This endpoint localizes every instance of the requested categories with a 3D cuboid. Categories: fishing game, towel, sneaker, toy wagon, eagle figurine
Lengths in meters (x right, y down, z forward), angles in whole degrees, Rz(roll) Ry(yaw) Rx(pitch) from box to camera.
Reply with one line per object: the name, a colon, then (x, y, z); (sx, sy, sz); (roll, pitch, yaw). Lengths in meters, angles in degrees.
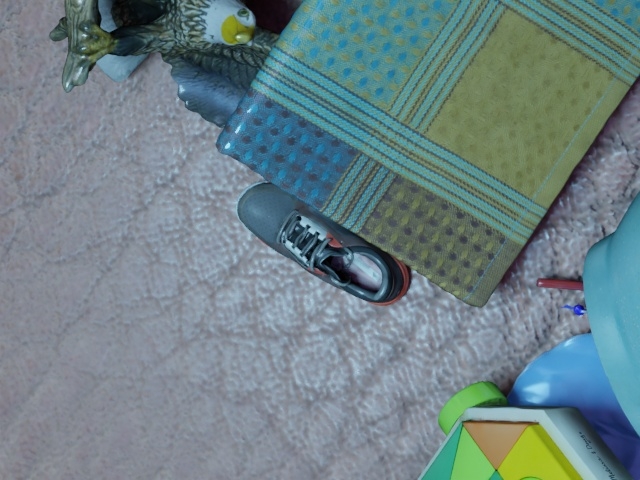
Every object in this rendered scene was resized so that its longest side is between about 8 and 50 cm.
fishing game: (0.234, 0.162, 1.413); (0.189, 0.041, 0.264); (4, 90, 3)
towel: (0.122, -0.161, 1.322); (0.271, 0.040, 0.370); (31, 95, -25)
sneaker: (0.000, 0.000, 1.428); (0.158, 0.065, 0.061); (28, 100, 7)
toy wagon: (0.131, 0.290, 1.358); (0.267, 0.068, 0.344); (54, 127, 35)
eagle figurine: (-0.057, -0.180, 1.386); (0.298, 0.225, 0.226); (-2, 140, -18)

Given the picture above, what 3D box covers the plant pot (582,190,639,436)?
plant pot: (0.312, 0.050, 1.276); (0.196, 0.293, 0.293); (-23, 90, 26)
